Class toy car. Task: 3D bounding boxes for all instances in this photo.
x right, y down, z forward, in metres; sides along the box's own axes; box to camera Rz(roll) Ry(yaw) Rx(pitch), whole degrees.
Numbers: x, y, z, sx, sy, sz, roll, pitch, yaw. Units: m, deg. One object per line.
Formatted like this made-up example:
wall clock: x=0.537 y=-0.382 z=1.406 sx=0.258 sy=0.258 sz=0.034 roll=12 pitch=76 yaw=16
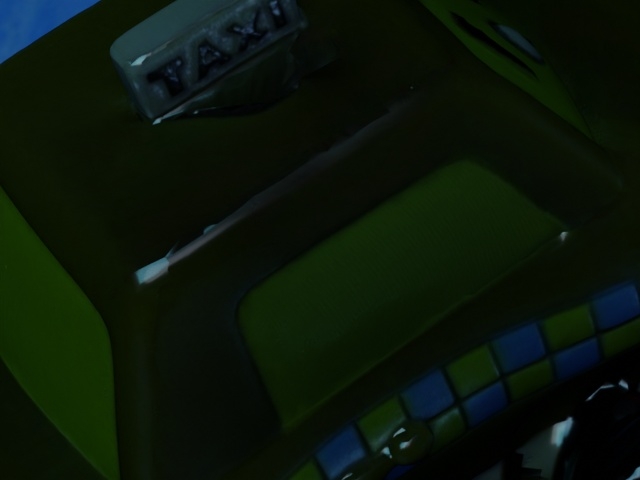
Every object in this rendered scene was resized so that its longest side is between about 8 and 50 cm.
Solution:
toy car: x=0.000 y=0.000 z=0.507 sx=0.248 sy=0.198 sz=0.204 roll=-33 pitch=51 yaw=-11
